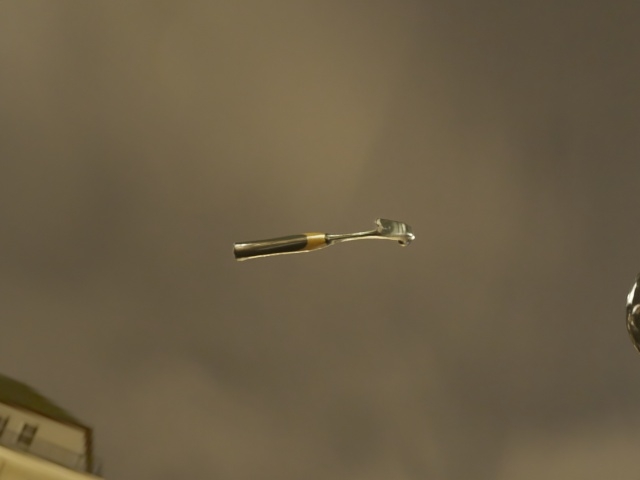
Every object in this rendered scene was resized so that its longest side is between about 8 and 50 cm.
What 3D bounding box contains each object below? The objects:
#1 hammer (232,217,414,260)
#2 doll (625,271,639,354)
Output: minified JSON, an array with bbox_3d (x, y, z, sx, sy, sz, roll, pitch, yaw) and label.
[{"bbox_3d":[0.000,0.000,1.342,0.201,0.021,0.078,-7,-12,12],"label":"hammer"},{"bbox_3d":[0.384,0.070,1.074,0.234,0.135,0.143,42,-42,12],"label":"doll"}]
